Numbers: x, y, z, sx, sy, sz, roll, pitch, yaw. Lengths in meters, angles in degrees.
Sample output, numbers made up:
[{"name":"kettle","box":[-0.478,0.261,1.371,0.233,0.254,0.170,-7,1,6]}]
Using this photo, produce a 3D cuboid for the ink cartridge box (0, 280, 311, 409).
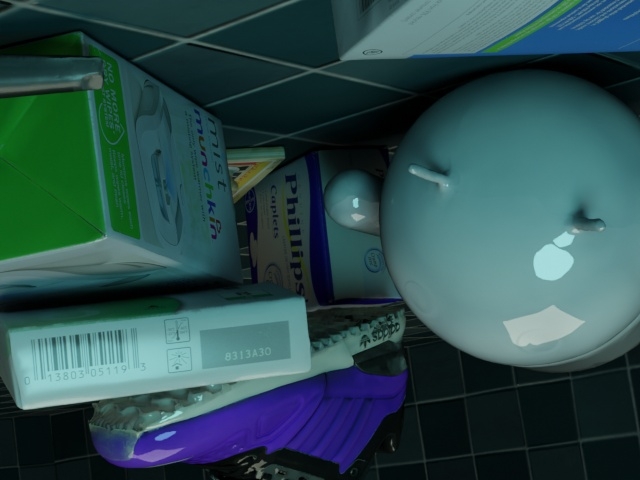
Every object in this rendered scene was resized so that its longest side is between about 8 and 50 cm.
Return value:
[{"name":"ink cartridge box","box":[-0.124,0.055,0.991,0.181,0.056,0.225,-6,-171,-17]}]

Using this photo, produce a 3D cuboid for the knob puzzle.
[{"name":"knob puzzle","box":[-0.141,-0.036,1.204,0.213,0.030,0.213,-7,171,-1]}]

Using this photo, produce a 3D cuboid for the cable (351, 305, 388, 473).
[{"name":"cable","box":[0.045,0.076,1.318,0.072,0.287,0.139,41,145,-21]}]

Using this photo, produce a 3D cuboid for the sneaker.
[{"name":"sneaker","box":[-0.030,0.139,1.053,0.102,0.146,0.293,2,-170,41]}]

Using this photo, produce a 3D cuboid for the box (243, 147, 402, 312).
[{"name":"box","box":[0.000,0.000,1.241,0.072,0.126,0.137,0,168,-29]}]

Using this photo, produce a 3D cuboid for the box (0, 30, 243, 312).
[{"name":"box","box":[-0.212,-0.021,0.940,0.262,0.126,0.231,-11,169,13]}]

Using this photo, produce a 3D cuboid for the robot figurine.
[{"name":"robot figurine","box":[0.156,-0.008,1.084,0.300,0.199,0.353,5,175,15]}]

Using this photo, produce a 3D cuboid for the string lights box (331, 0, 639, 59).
[{"name":"string lights box","box":[0.146,-0.134,0.667,0.260,0.076,0.133,-4,171,-21]}]

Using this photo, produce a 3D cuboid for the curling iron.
[{"name":"curling iron","box":[-0.250,-0.081,0.797,0.274,0.035,0.068,-7,169,2]}]
